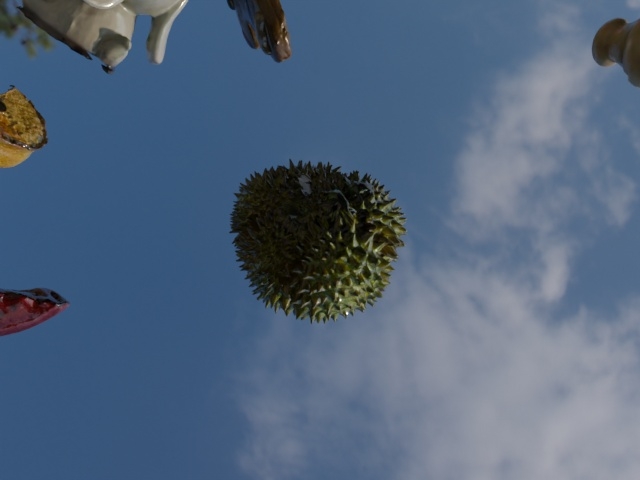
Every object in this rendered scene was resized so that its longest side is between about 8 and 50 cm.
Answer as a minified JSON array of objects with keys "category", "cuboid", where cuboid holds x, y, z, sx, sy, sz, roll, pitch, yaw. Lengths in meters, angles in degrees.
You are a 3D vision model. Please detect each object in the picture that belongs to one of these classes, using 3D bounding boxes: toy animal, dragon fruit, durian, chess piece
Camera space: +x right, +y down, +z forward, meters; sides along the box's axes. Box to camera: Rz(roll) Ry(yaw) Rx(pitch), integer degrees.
[{"category":"toy animal","cuboid":[-0.325,-0.403,1.435,0.174,0.249,0.289,38,-64,23]},{"category":"dragon fruit","cuboid":[-0.545,0.084,1.233,0.282,0.343,0.100,5,-97,60]},{"category":"durian","cuboid":[0.002,0.003,1.321,0.291,0.225,0.291,-4,-151,2]},{"category":"chess piece","cuboid":[0.488,-0.259,1.183,0.124,0.139,0.307,-21,-154,-21]}]

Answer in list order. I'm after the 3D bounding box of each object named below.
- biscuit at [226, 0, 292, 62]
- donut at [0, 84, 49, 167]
[{"category":"biscuit","cuboid":[-0.104,-0.341,1.168,0.049,0.197,0.301,-16,-149,-10]},{"category":"donut","cuboid":[-0.422,-0.153,1.093,0.078,0.181,0.146,-40,-122,12]}]
